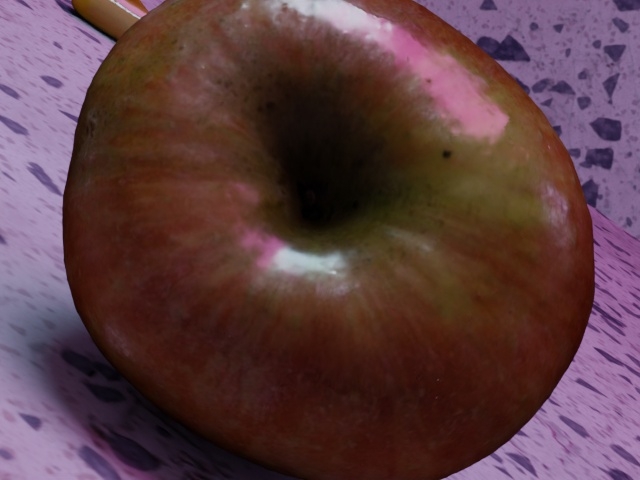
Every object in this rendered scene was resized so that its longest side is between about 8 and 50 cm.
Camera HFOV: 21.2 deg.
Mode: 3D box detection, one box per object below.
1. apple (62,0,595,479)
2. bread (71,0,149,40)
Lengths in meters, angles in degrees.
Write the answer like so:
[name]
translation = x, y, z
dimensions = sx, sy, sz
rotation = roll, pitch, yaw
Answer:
[apple]
translation = 0.000, 0.000, 0.981
dimensions = 0.309, 0.277, 0.250
rotation = 52, -10, 4
[bread]
translation = -0.215, -0.242, 1.821
dimensions = 0.103, 0.049, 0.062
rotation = 34, 20, -7
